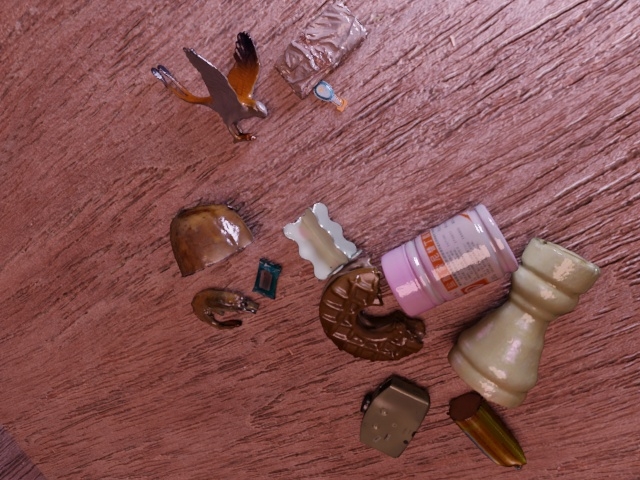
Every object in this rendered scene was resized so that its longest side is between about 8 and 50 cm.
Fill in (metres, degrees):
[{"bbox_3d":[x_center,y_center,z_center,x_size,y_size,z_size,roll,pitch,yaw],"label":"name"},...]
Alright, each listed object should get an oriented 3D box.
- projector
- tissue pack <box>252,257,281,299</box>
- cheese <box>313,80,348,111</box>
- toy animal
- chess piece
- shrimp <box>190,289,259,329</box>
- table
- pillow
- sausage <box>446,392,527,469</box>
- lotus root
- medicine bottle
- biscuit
[{"bbox_3d":[0.235,0.593,1.404,0.193,0.088,0.270,24,111,4],"label":"projector"},{"bbox_3d":[-0.176,0.129,1.370,0.085,0.028,0.138,21,116,8],"label":"tissue pack"},{"bbox_3d":[0.026,-0.404,1.149,0.111,0.017,0.047,37,115,-2],"label":"cheese"},{"bbox_3d":[-0.306,-0.397,1.169,0.284,0.225,0.302,-10,119,35],"label":"toy animal"},{"bbox_3d":[0.567,0.220,1.149,0.234,0.234,0.442,26,107,2],"label":"chess piece"},{"bbox_3d":[-0.335,0.250,1.432,0.253,0.058,0.173,10,118,12],"label":"shrimp"},{"bbox_3d":[0.000,0.000,1.225,0.166,0.166,0.198,-37,90,21],"label":"table"},{"bbox_3d":[-0.006,-0.510,1.101,0.248,0.049,0.135,-38,89,19],"label":"pillow"},{"bbox_3d":[0.562,0.635,1.335,0.317,0.117,0.125,47,126,-7],"label":"sausage"},{"bbox_3d":[-0.334,-0.021,1.243,0.272,0.272,0.192,-21,93,18],"label":"lotus root"},{"bbox_3d":[0.349,0.059,1.138,0.315,0.202,0.202,-30,100,19],"label":"medicine bottle"},{"bbox_3d":[0.141,0.237,1.267,0.268,0.115,0.366,-27,112,23],"label":"biscuit"}]
